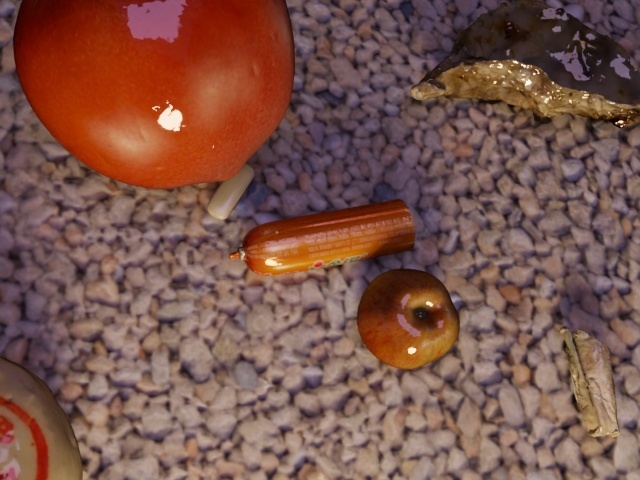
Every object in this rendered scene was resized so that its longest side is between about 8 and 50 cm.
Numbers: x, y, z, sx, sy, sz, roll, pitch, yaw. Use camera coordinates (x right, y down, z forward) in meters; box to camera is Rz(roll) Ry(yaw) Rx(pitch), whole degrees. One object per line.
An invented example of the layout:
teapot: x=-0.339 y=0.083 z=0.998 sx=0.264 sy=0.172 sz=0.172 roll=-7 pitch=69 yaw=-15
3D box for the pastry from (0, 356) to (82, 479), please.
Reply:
pastry: x=-0.364 y=0.239 z=0.704 sx=0.264 sy=0.133 sz=0.265 roll=7 pitch=70 yaw=-19

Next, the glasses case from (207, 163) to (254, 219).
glasses case: x=-0.115 y=-0.064 z=0.925 sx=0.032 sy=0.021 sz=0.083 roll=31 pitch=70 yaw=-1

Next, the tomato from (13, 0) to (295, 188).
tomato: x=-0.177 y=-0.212 z=0.824 sx=0.321 sy=0.321 sz=0.322 roll=3 pitch=73 yaw=-11

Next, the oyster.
oyster: x=0.319 y=-0.255 z=1.046 sx=0.396 sy=0.111 sz=0.204 roll=7 pitch=54 yaw=-9

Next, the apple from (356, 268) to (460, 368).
apple: x=0.105 y=0.094 z=0.880 sx=0.126 sy=0.102 sz=0.126 roll=4 pitch=72 yaw=-11

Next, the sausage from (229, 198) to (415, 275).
sausage: x=0.000 y=0.000 z=0.904 sx=0.234 sy=0.071 sz=0.071 roll=-11 pitch=76 yaw=-14

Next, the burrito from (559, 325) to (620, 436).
burrito: x=0.357 y=0.183 z=0.937 sx=0.055 sy=0.041 sz=0.149 roll=-9 pitch=75 yaw=0
